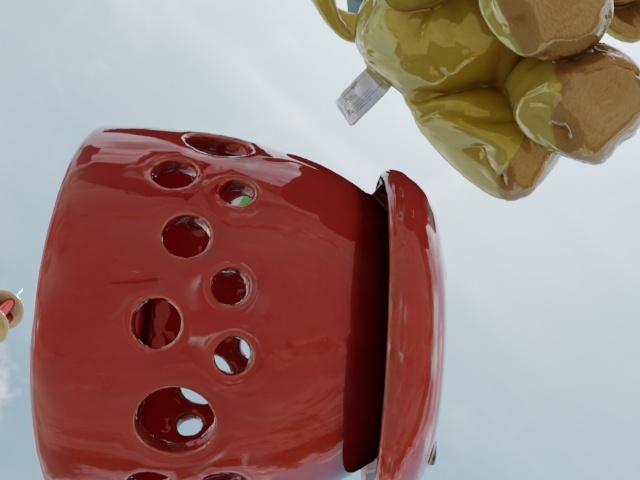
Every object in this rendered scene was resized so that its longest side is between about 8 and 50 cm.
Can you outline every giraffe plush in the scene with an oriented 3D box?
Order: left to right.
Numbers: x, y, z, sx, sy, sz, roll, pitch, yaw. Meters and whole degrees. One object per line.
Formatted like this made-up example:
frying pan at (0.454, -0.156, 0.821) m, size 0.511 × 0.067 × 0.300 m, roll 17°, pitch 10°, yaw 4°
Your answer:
giraffe plush at (0.115, -0.139, 0.473) m, size 0.170 × 0.210 × 0.181 m, roll -39°, pitch -71°, yaw -21°

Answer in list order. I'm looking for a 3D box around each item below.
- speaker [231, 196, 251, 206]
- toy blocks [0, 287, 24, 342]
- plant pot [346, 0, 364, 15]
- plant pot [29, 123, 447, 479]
speaker at (0.000, 0.000, 1.180) m, size 0.296 × 0.131 × 0.131 m, roll 33°, pitch -99°, yaw 4°
toy blocks at (-0.418, 0.104, 0.983) m, size 0.123 × 0.148 × 0.054 m, roll -20°, pitch -74°, yaw 7°
plant pot at (0.210, -0.380, 1.154) m, size 0.235 × 0.293 × 0.293 m, roll 23°, pitch -100°, yaw 22°
plant pot at (-0.032, 0.040, 0.419) m, size 0.174 × 0.191 × 0.191 m, roll 2°, pitch -97°, yaw -1°
